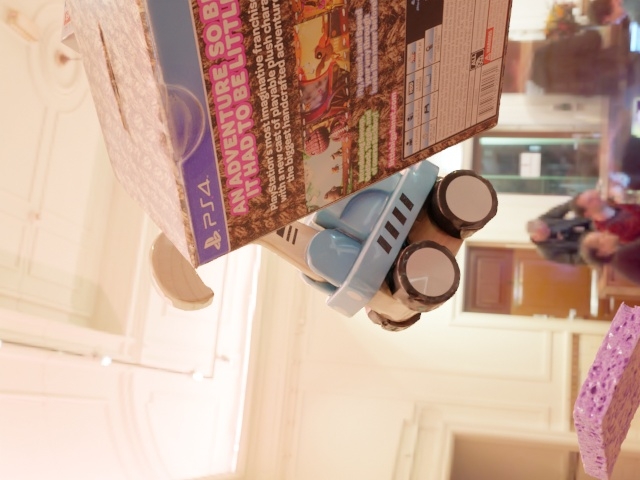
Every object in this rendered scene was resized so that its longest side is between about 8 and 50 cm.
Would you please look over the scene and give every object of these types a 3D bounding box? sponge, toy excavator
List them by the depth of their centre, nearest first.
[{"bbox_3d":[0.291,0.157,0.768,0.117,0.031,0.210,-59,-32,-18],"label":"sponge"},{"bbox_3d":[0.000,0.000,1.284,0.433,0.445,0.222,-60,0,-20],"label":"toy excavator"}]

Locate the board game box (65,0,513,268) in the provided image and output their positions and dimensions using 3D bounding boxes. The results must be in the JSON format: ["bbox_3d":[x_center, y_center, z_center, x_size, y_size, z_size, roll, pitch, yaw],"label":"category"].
[{"bbox_3d":[-0.013,-0.159,0.551,0.291,0.141,0.232,-26,-44,-25],"label":"board game box"}]

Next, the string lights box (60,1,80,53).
[{"bbox_3d":[-0.177,-0.307,0.774,0.076,0.133,0.260,31,-134,-49],"label":"string lights box"}]
